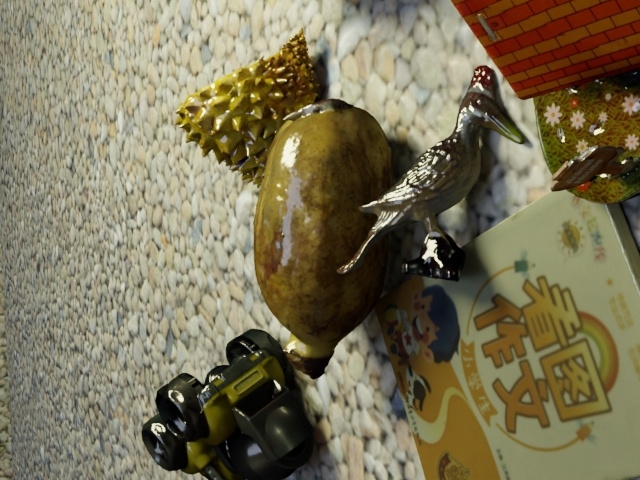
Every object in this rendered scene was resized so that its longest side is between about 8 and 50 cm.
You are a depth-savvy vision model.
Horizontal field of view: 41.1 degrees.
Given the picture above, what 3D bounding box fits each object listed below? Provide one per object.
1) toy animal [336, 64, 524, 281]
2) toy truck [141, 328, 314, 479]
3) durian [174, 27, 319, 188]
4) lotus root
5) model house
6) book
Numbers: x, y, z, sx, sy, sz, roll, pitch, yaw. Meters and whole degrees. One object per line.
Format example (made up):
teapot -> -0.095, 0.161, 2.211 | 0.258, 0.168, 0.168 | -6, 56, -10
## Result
toy animal -> 0.094, -0.045, 0.684 | 0.105, 0.070, 0.202 | 27, 100, 19
toy truck -> -0.101, 0.224, 1.005 | 0.165, 0.147, 0.224 | 49, 142, 11
durian -> -0.070, -0.133, 0.931 | 0.182, 0.165, 0.132 | 0, 54, 37
lotus root -> 0.000, 0.000, 0.784 | 0.145, 0.129, 0.260 | -67, -19, -79
model house -> 0.181, -0.129, 0.443 | 0.294, 0.154, 0.207 | -8, 87, 54
book -> 0.150, 0.097, 0.673 | 0.295, 0.020, 0.207 | -40, 60, 53
